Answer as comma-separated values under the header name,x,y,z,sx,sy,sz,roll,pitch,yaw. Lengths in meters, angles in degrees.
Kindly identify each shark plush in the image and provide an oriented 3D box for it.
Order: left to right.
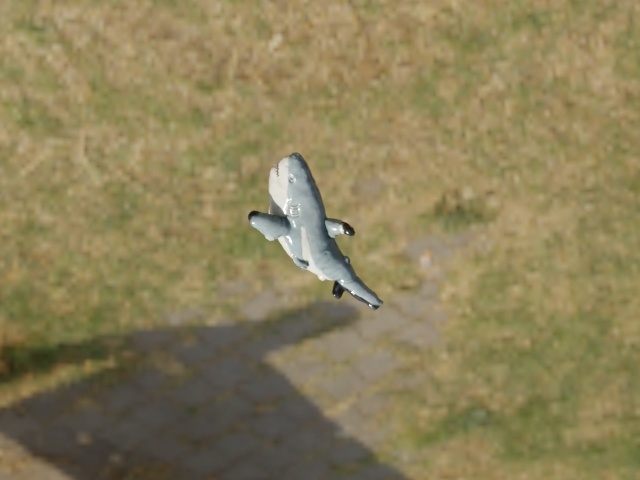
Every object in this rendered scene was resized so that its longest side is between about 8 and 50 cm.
name,x,y,z,sx,sy,sz,roll,pitch,yaw
shark plush,0.000,0.000,1.599,0.067,0.161,0.073,-31,180,29
